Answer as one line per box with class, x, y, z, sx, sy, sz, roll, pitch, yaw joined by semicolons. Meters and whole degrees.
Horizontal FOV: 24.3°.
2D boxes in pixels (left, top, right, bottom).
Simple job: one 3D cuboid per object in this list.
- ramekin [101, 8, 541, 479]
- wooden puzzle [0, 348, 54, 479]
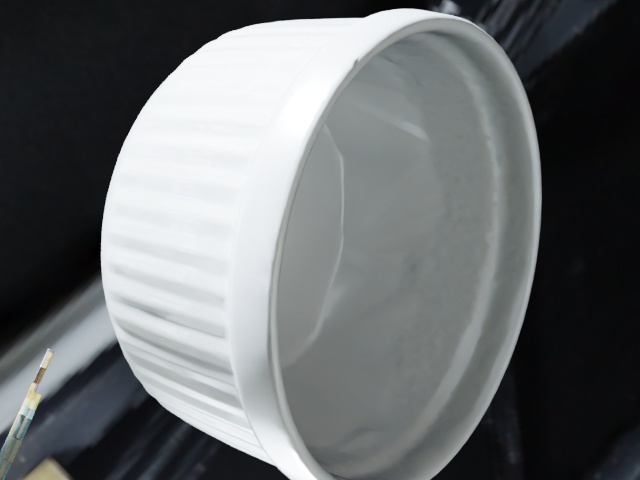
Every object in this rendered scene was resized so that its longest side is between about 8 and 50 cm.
ramekin;0.000;0.000;0.644;0.207;0.109;0.207;-21;-63;-51
wooden puzzle;-0.125;0.083;0.598;0.083;0.006;0.049;-64;8;10
